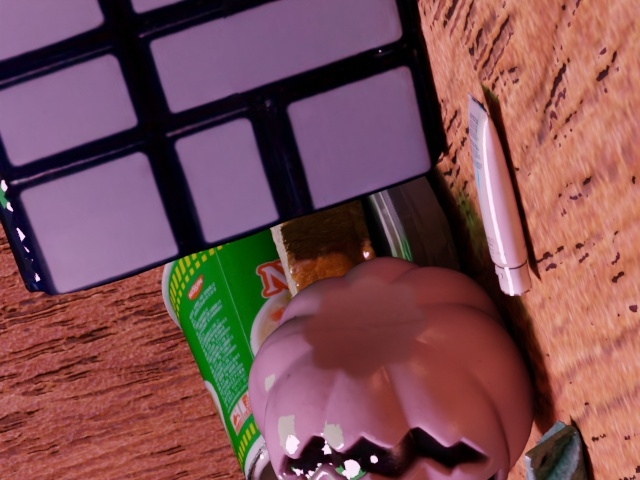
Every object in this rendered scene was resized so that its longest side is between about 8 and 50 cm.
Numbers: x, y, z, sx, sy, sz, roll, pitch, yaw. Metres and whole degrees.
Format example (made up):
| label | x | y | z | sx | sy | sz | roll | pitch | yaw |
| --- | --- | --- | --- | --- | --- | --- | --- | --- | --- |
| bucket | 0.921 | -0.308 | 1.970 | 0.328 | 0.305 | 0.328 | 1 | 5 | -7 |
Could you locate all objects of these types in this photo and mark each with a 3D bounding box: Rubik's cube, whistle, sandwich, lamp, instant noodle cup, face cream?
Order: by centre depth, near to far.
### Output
| label | x | y | z | sx | sy | sz | roll | pitch | yaw |
| --- | --- | --- | --- | --- | --- | --- | --- | --- | --- |
| face cream | 0.096 | -0.025 | 1.033 | 0.038 | 0.020 | 0.115 | -118 | 12 | -67 |
| whistle | 0.150 | 0.187 | 1.131 | 0.039 | 0.039 | 0.186 | -115 | 8 | -55 |
| Rubik's cube | -0.109 | -0.175 | 1.225 | 0.288 | 0.293 | 0.283 | -112 | 3 | -52 |
| sandwich | 0.000 | 0.000 | 1.381 | 0.186 | 0.065 | 0.214 | 77 | 175 | -48 |
| lamp | 0.062 | 0.016 | 1.403 | 0.266 | 0.047 | 0.269 | -110 | 5 | -49 |
| instant noodle cup | -0.015 | 0.106 | 1.605 | 0.207 | 0.207 | 0.232 | 77 | 175 | -47 |

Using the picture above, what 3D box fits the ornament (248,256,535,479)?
| label | x | y | z | sx | sy | sz | roll | pitch | yaw |
| --- | --- | --- | --- | --- | --- | --- | --- | --- | --- |
| ornament | 0.047 | 0.105 | 1.188 | 0.177 | 0.177 | 0.177 | 161 | 90 | -85 |
